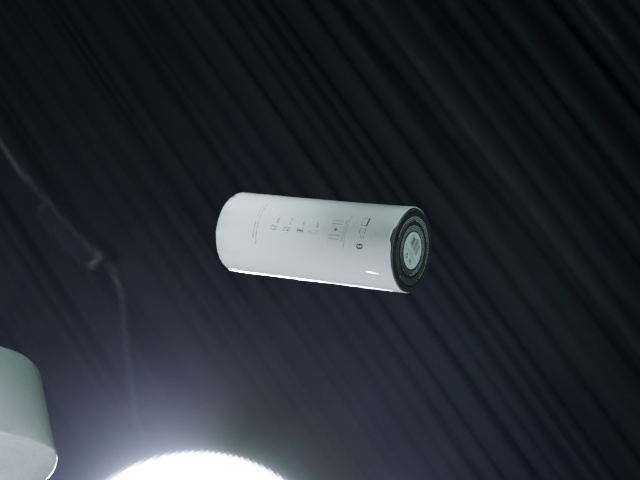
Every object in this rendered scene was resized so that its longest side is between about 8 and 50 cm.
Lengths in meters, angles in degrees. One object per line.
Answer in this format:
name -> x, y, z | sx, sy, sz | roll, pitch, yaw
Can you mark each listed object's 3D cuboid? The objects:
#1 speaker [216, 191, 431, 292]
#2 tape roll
speaker -> 0.000, 0.000, 0.862 | 0.136, 0.055, 0.055 | 5, -164, 31
tape roll -> -0.309, 0.153, 0.979 | 0.219, 0.072, 0.219 | -15, 156, -7
